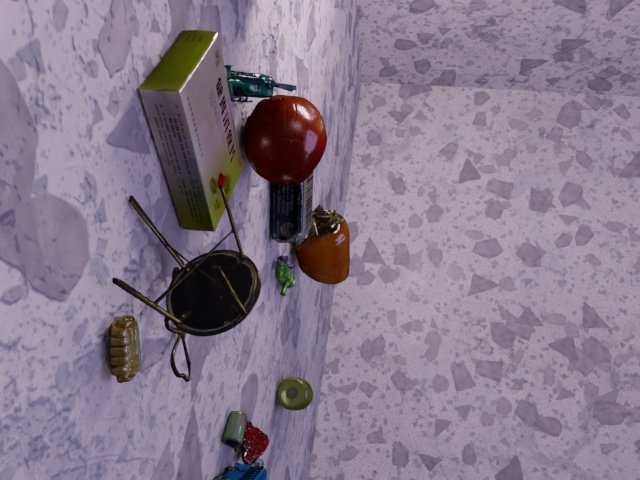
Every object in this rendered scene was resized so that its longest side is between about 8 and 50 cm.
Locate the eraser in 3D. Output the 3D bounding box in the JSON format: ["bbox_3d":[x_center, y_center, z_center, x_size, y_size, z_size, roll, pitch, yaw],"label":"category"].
[{"bbox_3d":[-0.079,-0.162,1.468,0.155,0.102,0.332,-60,154,-67],"label":"eraser"}]

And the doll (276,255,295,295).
[{"bbox_3d":[-0.110,0.107,1.612,0.190,0.050,0.115,71,19,-67],"label":"doll"}]

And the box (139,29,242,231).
[{"bbox_3d":[-0.189,-0.165,0.823,0.260,0.062,0.175,86,13,-46],"label":"box"}]

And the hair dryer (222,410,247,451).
[{"bbox_3d":[-0.201,0.472,1.256,0.150,0.047,0.071,96,4,-46],"label":"hair dryer"}]

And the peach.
[{"bbox_3d":[-0.078,-0.212,1.144,0.197,0.197,0.197,6,90,-82],"label":"peach"}]

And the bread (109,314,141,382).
[{"bbox_3d":[-0.254,0.139,0.675,0.049,0.034,0.088,-72,163,-75],"label":"bread"}]

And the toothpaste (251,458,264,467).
[{"bbox_3d":[-0.195,0.702,1.460,0.043,0.037,0.178,85,13,-46],"label":"toothpaste"}]

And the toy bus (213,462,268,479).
[{"bbox_3d":[-0.184,0.581,1.209,0.184,0.106,0.090,51,43,-79],"label":"toy bus"}]

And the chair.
[{"bbox_3d":[-0.171,0.075,0.778,0.325,0.170,0.159,76,7,-54],"label":"chair"}]

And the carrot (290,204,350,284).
[{"bbox_3d":[0.000,0.000,1.814,0.331,0.214,0.193,91,-9,-46],"label":"carrot"}]

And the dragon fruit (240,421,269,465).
[{"bbox_3d":[-0.188,0.549,1.374,0.097,0.063,0.131,49,15,-19],"label":"dragon fruit"}]

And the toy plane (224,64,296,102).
[{"bbox_3d":[-0.137,-0.296,1.001,0.235,0.096,0.060,-22,116,-61],"label":"toy plane"}]

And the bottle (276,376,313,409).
[{"bbox_3d":[-0.082,0.547,1.874,0.260,0.112,0.112,71,25,-71],"label":"bottle"}]
